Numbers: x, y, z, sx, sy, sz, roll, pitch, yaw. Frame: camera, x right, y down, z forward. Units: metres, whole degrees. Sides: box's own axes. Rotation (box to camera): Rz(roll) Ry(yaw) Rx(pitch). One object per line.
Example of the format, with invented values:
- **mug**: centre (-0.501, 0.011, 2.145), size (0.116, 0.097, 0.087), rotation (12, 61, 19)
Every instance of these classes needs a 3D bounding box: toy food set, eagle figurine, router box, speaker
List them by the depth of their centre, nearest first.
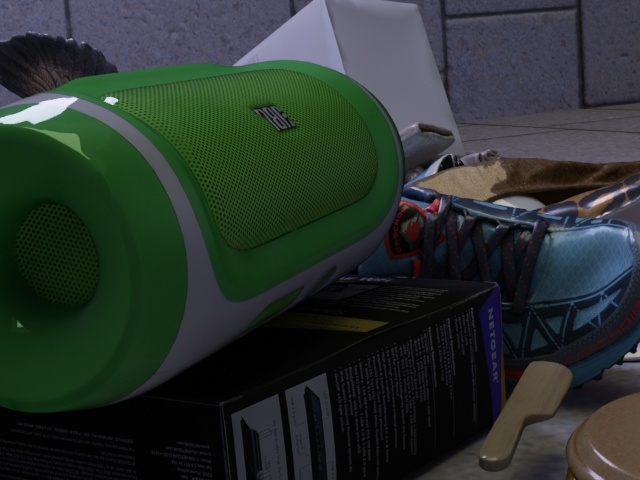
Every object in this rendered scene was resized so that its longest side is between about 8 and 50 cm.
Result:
- **toy food set**: centre (0.174, 0.103, 0.575), size (0.192, 0.039, 0.132), rotation (5, 19, 23)
- **speaker**: centre (-0.057, -0.016, 0.600), size (0.131, 0.131, 0.296), rotation (-1, 10, 22)
- **router box**: centre (-0.091, 0.077, 0.698), size (0.308, 0.081, 0.243), rotation (2, 11, 36)
- **eagle figurine**: centre (-0.243, -0.092, 1.502), size (0.298, 0.226, 0.225), rotation (9, -38, -38)

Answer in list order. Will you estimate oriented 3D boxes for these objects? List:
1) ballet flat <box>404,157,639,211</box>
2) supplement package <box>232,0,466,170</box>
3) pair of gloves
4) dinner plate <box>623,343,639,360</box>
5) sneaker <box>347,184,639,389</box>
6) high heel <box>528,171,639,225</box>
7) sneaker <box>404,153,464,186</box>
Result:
- **ballet flat**: centre (0.211, -0.004, 1.081), size (0.342, 0.116, 0.124), rotation (-3, 27, -18)
- **supplement package**: centre (0.020, -0.139, 1.437), size (0.149, 0.194, 0.203), rotation (-3, -19, -41)
- **pair of gloves**: centre (0.075, -0.053, 1.343), size (0.204, 0.042, 0.240), rotation (-22, -15, 25)
- **dinner plate**: centre (0.213, 0.059, 0.887), size (0.141, 0.017, 0.141), rotation (-4, 7, 1)
- **sneaker**: centre (0.078, 0.024, 0.769), size (0.262, 0.104, 0.125), rotation (-7, -33, 40)
- **high heel**: centre (0.190, -0.010, 0.925), size (0.261, 0.093, 0.186), rotation (-29, 21, -30)
- **sneaker**: centre (0.084, -0.012, 1.198), size (0.073, 0.063, 0.162), rotation (-26, 17, 48)
